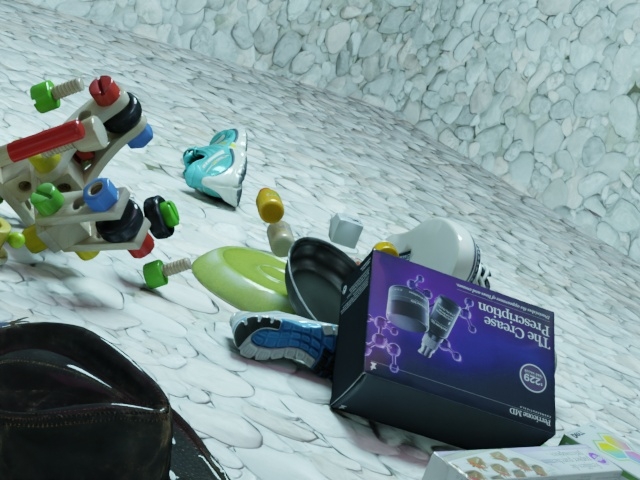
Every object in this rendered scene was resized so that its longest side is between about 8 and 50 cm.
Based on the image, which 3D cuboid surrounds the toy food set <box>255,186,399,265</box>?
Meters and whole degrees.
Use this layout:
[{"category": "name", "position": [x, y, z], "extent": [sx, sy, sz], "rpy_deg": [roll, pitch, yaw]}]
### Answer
[{"category": "toy food set", "position": [0.000, 0.000, 2.216], "extent": [0.232, 0.111, 0.104], "rpy_deg": [17, 15, -12]}]

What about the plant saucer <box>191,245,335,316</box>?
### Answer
[{"category": "plant saucer", "position": [-0.064, 0.063, 2.029], "extent": [0.241, 0.037, 0.241], "rpy_deg": [22, 14, -6]}]

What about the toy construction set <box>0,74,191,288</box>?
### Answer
[{"category": "toy construction set", "position": [-0.342, -0.072, 1.772], "extent": [0.309, 0.237, 0.257], "rpy_deg": [43, 31, -68]}]

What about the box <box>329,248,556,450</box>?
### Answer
[{"category": "box", "position": [0.154, 0.145, 1.761], "extent": [0.261, 0.103, 0.184], "rpy_deg": [19, 54, -17]}]

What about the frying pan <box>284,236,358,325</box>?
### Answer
[{"category": "frying pan", "position": [0.064, 0.096, 1.992], "extent": [0.326, 0.053, 0.197], "rpy_deg": [18, 41, -46]}]

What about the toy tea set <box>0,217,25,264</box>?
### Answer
[{"category": "toy tea set", "position": [-0.502, -0.073, 1.639], "extent": [0.336, 0.124, 0.200], "rpy_deg": [23, 13, 0]}]

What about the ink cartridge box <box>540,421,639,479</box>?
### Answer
[{"category": "ink cartridge box", "position": [0.355, 0.285, 1.811], "extent": [0.209, 0.062, 0.109], "rpy_deg": [29, 15, 25]}]

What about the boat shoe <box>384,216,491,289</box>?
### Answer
[{"category": "boat shoe", "position": [0.209, 0.045, 2.192], "extent": [0.158, 0.127, 0.340], "rpy_deg": [16, -4, -15]}]

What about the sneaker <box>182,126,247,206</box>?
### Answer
[{"category": "sneaker", "position": [-0.186, -0.142, 2.497], "extent": [0.110, 0.107, 0.275], "rpy_deg": [12, 15, -7]}]

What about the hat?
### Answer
[{"category": "hat", "position": [-0.203, 0.148, 1.130], "extent": [0.331, 0.134, 0.331], "rpy_deg": [15, 29, -8]}]

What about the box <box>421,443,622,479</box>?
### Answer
[{"category": "box", "position": [0.231, 0.278, 1.630], "extent": [0.063, 0.067, 0.324], "rpy_deg": [34, 18, 38]}]

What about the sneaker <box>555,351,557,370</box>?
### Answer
[{"category": "sneaker", "position": [0.242, 0.157, 2.112], "extent": [0.118, 0.083, 0.222], "rpy_deg": [8, 10, -35]}]

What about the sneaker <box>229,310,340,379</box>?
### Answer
[{"category": "sneaker", "position": [-0.028, 0.121, 1.807], "extent": [0.190, 0.071, 0.083], "rpy_deg": [18, 9, -23]}]

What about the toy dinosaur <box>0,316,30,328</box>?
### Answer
[{"category": "toy dinosaur", "position": [-0.335, 0.106, 1.457], "extent": [0.090, 0.047, 0.082], "rpy_deg": [-12, 30, -5]}]
